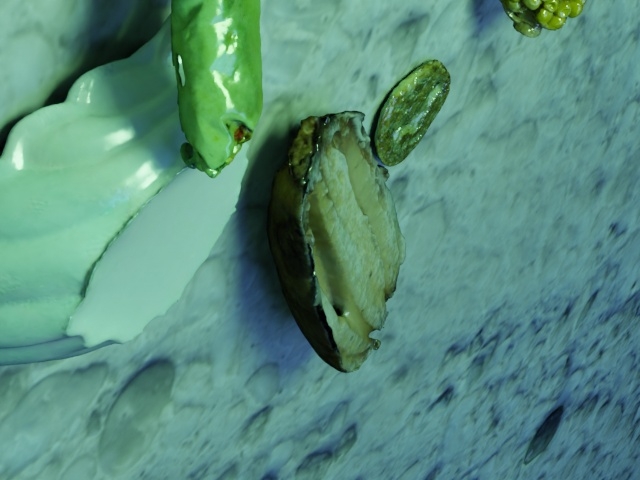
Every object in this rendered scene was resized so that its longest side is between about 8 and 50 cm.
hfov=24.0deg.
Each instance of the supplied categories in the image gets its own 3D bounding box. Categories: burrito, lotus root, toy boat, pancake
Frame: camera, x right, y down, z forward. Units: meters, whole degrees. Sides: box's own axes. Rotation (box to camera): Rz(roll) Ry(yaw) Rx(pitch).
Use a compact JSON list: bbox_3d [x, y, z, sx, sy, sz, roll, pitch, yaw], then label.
[{"bbox_3d":[-0.052,-0.183,0.903,0.104,0.054,0.287,-22,116,-61],"label":"burrito"},{"bbox_3d":[-0.001,-0.001,1.292,0.329,0.078,0.167,71,35,-58],"label":"lotus root"},{"bbox_3d":[-0.140,-0.013,0.994,0.290,0.100,0.199,-53,156,1],"label":"toy boat"},{"bbox_3d":[0.082,-0.115,1.353,0.108,0.017,0.108,-45,156,-27],"label":"pancake"}]

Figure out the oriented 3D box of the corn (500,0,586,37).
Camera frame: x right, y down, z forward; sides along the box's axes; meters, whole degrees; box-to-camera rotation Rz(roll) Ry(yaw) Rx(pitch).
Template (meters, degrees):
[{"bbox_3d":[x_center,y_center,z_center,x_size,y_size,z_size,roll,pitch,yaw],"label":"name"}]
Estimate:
[{"bbox_3d":[0.230,-0.324,1.268,0.097,0.097,0.319,-15,132,-54],"label":"corn"}]
